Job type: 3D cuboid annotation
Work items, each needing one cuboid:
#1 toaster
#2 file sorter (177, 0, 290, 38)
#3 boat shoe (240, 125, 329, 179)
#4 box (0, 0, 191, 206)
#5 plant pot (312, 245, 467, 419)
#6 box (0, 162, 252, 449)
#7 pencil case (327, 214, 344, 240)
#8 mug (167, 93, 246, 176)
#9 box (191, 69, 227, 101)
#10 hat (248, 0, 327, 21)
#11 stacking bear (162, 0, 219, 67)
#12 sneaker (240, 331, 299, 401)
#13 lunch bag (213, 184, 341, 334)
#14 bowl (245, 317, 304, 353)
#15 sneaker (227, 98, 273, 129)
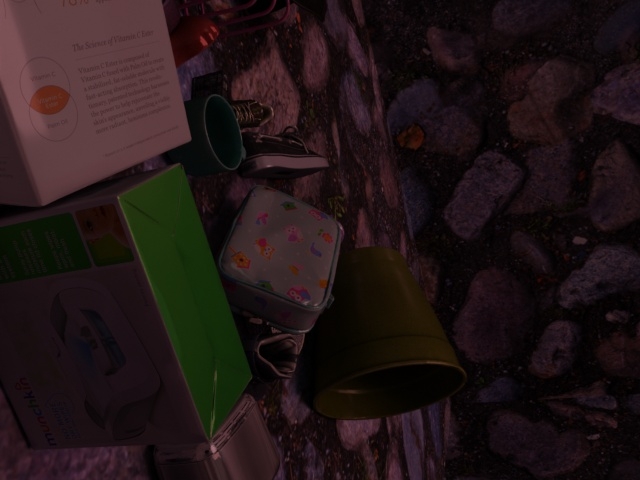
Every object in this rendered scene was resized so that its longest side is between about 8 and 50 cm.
[{"bbox_3d":[-0.157,0.331,0.890,0.227,0.129,0.146,-41,116,-65],"label":"toaster"},{"bbox_3d":[-0.194,-0.477,1.024,0.291,0.202,0.182,-19,101,-70],"label":"file sorter"},{"bbox_3d":[-0.084,-0.198,1.351,0.306,0.113,0.104,-10,85,-55],"label":"boat shoe"},{"bbox_3d":[-0.287,-0.233,0.572,0.215,0.168,0.345,-41,130,-51],"label":"box"},{"bbox_3d":[0.136,0.219,1.500,0.366,0.367,0.352,53,22,-54],"label":"plant pot"},{"bbox_3d":[-0.229,0.075,0.637,0.127,0.231,0.261,-53,132,-64],"label":"box"},{"bbox_3d":[0.000,0.000,1.526,0.206,0.087,0.088,-48,140,-66],"label":"pencil case"},{"bbox_3d":[-0.201,-0.164,1.022,0.129,0.098,0.157,-78,153,-46],"label":"mug"},{"bbox_3d":[-0.205,-0.268,1.099,0.018,0.067,0.083,42,42,-61],"label":"box"},{"bbox_3d":[-0.125,-0.620,1.379,0.331,0.134,0.331,43,31,-34],"label":"hat"},{"bbox_3d":[-0.295,-0.340,0.756,0.289,0.175,0.164,53,-9,-35],"label":"stacking bear"},{"bbox_3d":[-0.101,0.228,1.038,0.226,0.164,0.086,56,30,-53],"label":"sneaker"},{"bbox_3d":[-0.075,0.038,1.106,0.108,0.224,0.279,-56,-168,41],"label":"lunch bag"},{"bbox_3d":[-0.099,0.155,1.193,0.170,0.080,0.170,-9,90,-71],"label":"bowl"},{"bbox_3d":[-0.159,-0.258,1.195,0.192,0.086,0.064,-24,105,-70],"label":"sneaker"}]
